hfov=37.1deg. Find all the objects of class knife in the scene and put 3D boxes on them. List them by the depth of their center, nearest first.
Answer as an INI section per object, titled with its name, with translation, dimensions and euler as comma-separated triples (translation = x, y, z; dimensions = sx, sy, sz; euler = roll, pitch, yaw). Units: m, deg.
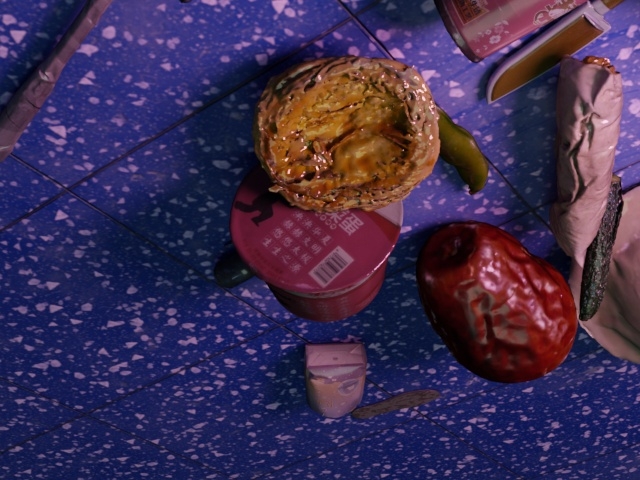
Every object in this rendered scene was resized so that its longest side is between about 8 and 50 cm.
[knife]
translation = 0.334, -0.268, 1.181
dimensions = 0.061, 0.027, 0.343
euler = 24, 134, -40

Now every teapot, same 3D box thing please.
[teapot]
translation = -0.131, 0.035, 1.519
dimensions = 0.083, 0.063, 0.049
euler = -28, 170, 23

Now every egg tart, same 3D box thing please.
[egg tart]
translation = 0.034, -0.145, 1.220
dimensions = 0.252, 0.098, 0.232
euler = -36, 111, 25

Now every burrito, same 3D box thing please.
[burrito]
translation = 0.357, -0.113, 1.317
dimensions = 0.076, 0.117, 0.392
euler = -18, 142, -3

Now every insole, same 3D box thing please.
[insole]
translation = 0.156, 0.341, 1.992
dimensions = 0.193, 0.006, 0.065
euler = -19, 142, 18

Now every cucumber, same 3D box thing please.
[cucumber]
translation = 0.431, 0.016, 1.474
dimensions = 0.044, 0.043, 0.256
euler = 1, 120, 0

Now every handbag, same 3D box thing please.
[handbag]
translation = 0.028, 0.266, 1.804
dimensions = 0.117, 0.095, 0.173
euler = -1, 140, 0

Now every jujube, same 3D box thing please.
[jujube]
translation = 0.281, 0.100, 1.535
dimensions = 0.223, 0.223, 0.318
euler = -24, 132, 23

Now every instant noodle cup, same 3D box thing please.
[instant noodle cup]
translation = 0.000, 0.000, 1.351
dimensions = 0.235, 0.234, 0.178
euler = -7, 154, 2

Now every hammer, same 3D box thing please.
[hammer]
translation = -0.310, -0.215, 1.157
dimensions = 0.152, 0.044, 0.427
euler = 21, 136, -30

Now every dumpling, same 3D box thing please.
[dumpling]
translation = 0.553, 0.086, 1.529
dimensions = 0.316, 0.233, 0.395
euler = -20, 118, 29

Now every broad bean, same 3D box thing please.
[broad bean]
translation = 0.179, -0.134, 1.325
dimensions = 0.065, 0.046, 0.254
euler = -14, 145, 33

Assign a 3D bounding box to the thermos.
[thermos]
translation = 0.296, -0.314, 1.044
dimensions = 0.330, 0.109, 0.136
euler = -27, 138, 26
